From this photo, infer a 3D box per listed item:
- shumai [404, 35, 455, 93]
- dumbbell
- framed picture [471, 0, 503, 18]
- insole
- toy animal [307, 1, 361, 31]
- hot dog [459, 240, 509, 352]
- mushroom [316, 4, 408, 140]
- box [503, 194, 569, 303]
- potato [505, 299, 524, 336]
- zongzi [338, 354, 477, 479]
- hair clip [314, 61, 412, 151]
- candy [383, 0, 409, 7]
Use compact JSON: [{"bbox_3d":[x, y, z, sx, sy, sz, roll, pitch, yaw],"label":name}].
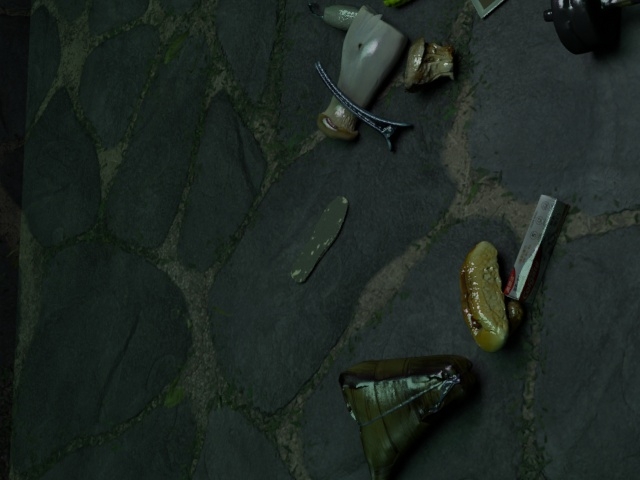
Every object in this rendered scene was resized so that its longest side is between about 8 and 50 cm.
[{"bbox_3d":[0.256,-0.400,2.051,0.116,0.145,0.145,11,84,2],"label":"shumai"},{"bbox_3d":[0.604,-0.468,1.691,0.388,0.185,0.185,-5,75,43],"label":"dumbbell"},{"bbox_3d":[0.432,-0.661,2.017,0.273,0.016,0.216,-37,56,30],"label":"framed picture"},{"bbox_3d":[0.000,0.000,2.227,0.081,0.011,0.248,45,108,42],"label":"insole"},{"bbox_3d":[0.036,-0.585,2.315,0.253,0.079,0.070,24,94,44],"label":"toy animal"},{"bbox_3d":[0.326,0.112,1.815,0.084,0.073,0.242,110,162,-57],"label":"hot dog"},{"bbox_3d":[0.094,-0.405,2.194,0.328,0.122,0.159,-64,34,12],"label":"mushroom"},{"bbox_3d":[0.435,0.019,1.792,0.039,0.055,0.218,23,93,46],"label":"box"},{"bbox_3d":[0.384,0.160,1.806,0.051,0.040,0.083,-115,44,-59],"label":"potato"},{"bbox_3d":[0.198,0.395,1.867,0.286,0.138,0.300,-9,86,32],"label":"zongzi"},{"bbox_3d":[0.085,-0.325,2.116,0.275,0.048,0.083,37,111,2],"label":"hair clip"},{"bbox_3d":[0.232,-0.642,2.145,0.209,0.097,0.096,-21,64,34],"label":"candy"}]
